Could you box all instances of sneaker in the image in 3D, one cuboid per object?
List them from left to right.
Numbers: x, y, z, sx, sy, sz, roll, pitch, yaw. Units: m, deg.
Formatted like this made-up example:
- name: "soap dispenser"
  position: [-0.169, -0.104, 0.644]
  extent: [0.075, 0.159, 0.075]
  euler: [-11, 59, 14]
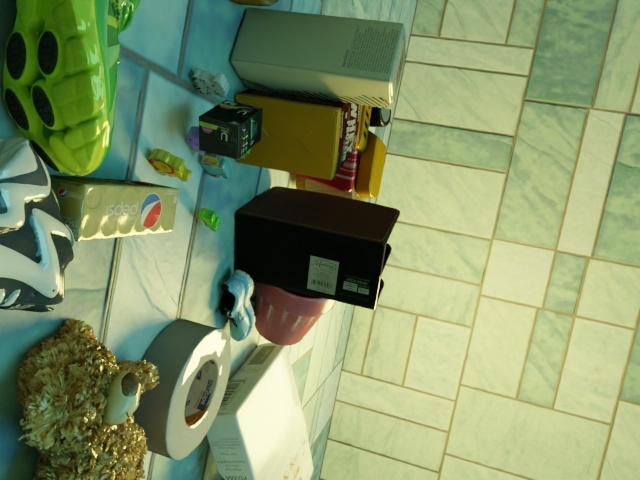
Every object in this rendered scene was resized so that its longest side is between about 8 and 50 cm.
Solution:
- name: "sneaker"
  position: [-0.283, 0.042, 0.412]
  extent: [0.153, 0.094, 0.234]
  euler: [75, 19, -45]
- name: "sneaker"
  position: [-0.210, -0.203, 0.462]
  extent: [0.123, 0.110, 0.295]
  euler: [-33, 134, -66]
- name: "sneaker"
  position: [-0.180, 0.140, 1.033]
  extent: [0.073, 0.064, 0.161]
  euler: [-32, 131, -47]

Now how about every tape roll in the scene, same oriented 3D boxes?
- name: "tape roll"
  position: [-0.231, 0.248, 0.857]
  extent: [0.219, 0.073, 0.218]
  euler: [11, 90, -76]

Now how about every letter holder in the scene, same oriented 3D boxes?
- name: "letter holder"
  position: [0.000, 0.000, 1.083]
  extent: [0.214, 0.302, 0.151]
  euler: [-54, 153, -61]

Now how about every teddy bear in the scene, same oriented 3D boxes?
- name: "teddy bear"
  position: [-0.271, 0.262, 0.629]
  extent: [0.245, 0.113, 0.337]
  euler: [-39, 140, -72]

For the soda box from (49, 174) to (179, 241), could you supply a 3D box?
- name: "soda box"
  position: [-0.241, -0.039, 0.592]
  extent: [0.181, 0.058, 0.061]
  euler: [-17, 118, -75]

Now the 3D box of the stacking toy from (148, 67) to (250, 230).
- name: "stacking toy"
  position: [-0.178, -0.134, 0.796]
  extent: [0.221, 0.052, 0.166]
  euler: [76, 31, -66]

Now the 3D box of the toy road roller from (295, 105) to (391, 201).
- name: "toy road roller"
  position: [0.032, -0.260, 1.236]
  extent: [0.241, 0.203, 0.329]
  euler: [17, 80, -64]

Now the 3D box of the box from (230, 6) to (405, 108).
- name: "box"
  position: [-0.001, -0.310, 0.862]
  extent: [0.094, 0.276, 0.113]
  euler: [55, 50, -72]

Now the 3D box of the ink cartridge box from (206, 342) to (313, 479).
- name: "ink cartridge box"
  position: [-0.129, 0.485, 1.205]
  extent: [0.308, 0.091, 0.384]
  euler: [-46, 127, -67]

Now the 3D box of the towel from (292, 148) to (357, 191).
- name: "towel"
  position: [0.000, -0.255, 1.113]
  extent: [0.031, 0.199, 0.274]
  euler: [-31, 135, -44]

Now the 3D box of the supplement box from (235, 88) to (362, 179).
- name: "supplement box"
  position: [-0.035, -0.225, 0.978]
  extent: [0.194, 0.192, 0.128]
  euler: [-57, 156, -57]

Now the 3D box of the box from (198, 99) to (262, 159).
- name: "box"
  position: [-0.127, -0.159, 0.720]
  extent: [0.083, 0.062, 0.052]
  euler: [-58, 161, -54]

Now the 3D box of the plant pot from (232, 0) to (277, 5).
- name: "plant pot"
  position: [-0.037, -0.461, 0.768]
  extent: [0.205, 0.188, 0.204]
  euler: [12, 90, -77]

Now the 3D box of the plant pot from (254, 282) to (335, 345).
- name: "plant pot"
  position: [-0.071, 0.142, 1.199]
  extent: [0.180, 0.202, 0.201]
  euler: [-68, 173, 29]
